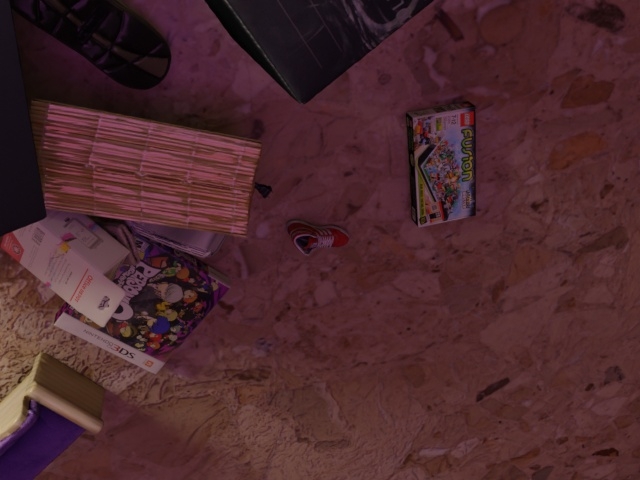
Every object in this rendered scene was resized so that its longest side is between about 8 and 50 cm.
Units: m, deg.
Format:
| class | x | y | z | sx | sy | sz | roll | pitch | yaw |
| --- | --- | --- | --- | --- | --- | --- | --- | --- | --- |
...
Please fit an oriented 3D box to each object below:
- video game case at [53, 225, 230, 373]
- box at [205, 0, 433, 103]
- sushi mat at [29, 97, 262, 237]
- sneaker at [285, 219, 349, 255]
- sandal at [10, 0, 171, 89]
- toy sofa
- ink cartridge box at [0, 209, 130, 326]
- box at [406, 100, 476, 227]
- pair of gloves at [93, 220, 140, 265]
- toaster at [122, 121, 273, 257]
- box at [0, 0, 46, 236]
| class | x | y | z | sx | sy | sz | roll | pitch | yaw |
| --- | --- | --- | --- | --- | --- | --- | --- | --- | --- |
| video game case | -0.311 | 0.106 | 1.143 | 0.210 | 0.042 | 0.232 | 35 | 105 | -27 |
| box | -0.006 | -0.498 | 0.676 | 0.471 | 0.297 | 0.480 | -39 | 127 | 2 |
| sushi mat | -0.246 | -0.096 | 0.916 | 0.316 | 0.019 | 0.151 | 9 | 112 | -14 |
| sneaker | 0.000 | 0.000 | 1.142 | 0.118 | 0.067 | 0.042 | 10 | 115 | -18 |
| sandal | -0.335 | -0.324 | 0.892 | 0.120 | 0.086 | 0.303 | -41 | 133 | 4 |
| toy sofa | -0.562 | 0.393 | 1.163 | 0.362 | 0.177 | 0.150 | -43 | 118 | 10 |
| ink cartridge box | -0.365 | 0.026 | 0.970 | 0.198 | 0.067 | 0.115 | 41 | 131 | -3 |
| box | 0.213 | -0.131 | 1.138 | 0.114 | 0.036 | 0.207 | -12 | 119 | -7 |
| pair of gloves | -0.391 | -0.062 | 0.992 | 0.204 | 0.042 | 0.240 | -6 | 120 | 29 |
| toaster | -0.206 | -0.072 | 1.025 | 0.227 | 0.129 | 0.146 | 23 | 114 | -21 |
| box | -0.519 | -0.190 | 0.769 | 0.312 | 0.179 | 0.343 | 18 | 121 | 28 |
